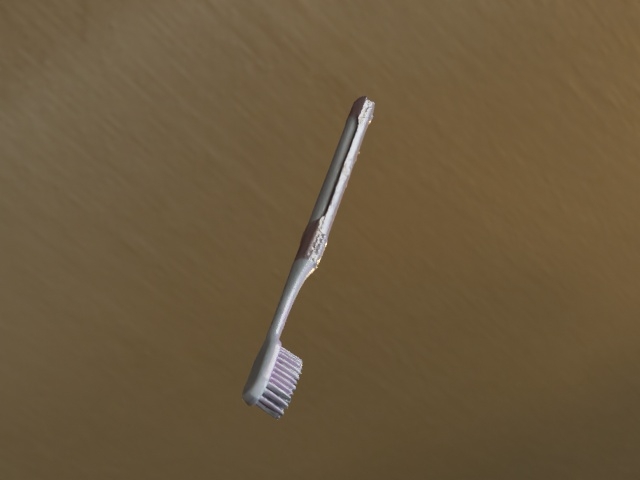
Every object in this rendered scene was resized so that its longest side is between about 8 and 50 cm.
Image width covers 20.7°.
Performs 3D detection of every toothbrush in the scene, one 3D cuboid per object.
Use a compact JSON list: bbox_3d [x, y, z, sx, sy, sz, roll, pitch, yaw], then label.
[{"bbox_3d":[0.000,0.000,0.341,0.006,0.008,0.097,-43,-163,37],"label":"toothbrush"}]
